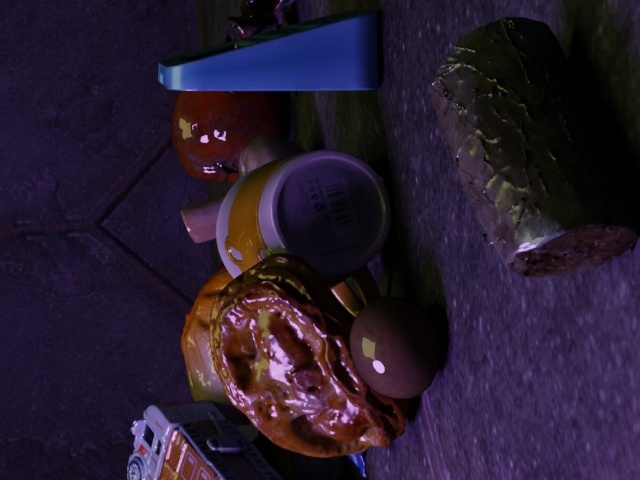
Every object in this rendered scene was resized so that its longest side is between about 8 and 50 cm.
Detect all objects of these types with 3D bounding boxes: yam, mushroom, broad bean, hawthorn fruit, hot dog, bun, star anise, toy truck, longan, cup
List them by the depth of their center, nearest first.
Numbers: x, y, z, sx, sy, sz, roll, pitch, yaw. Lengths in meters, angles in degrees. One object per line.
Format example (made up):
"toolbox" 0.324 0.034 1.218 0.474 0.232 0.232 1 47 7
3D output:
"yam" 0.142 -0.053 0.781 0.107 0.107 0.183 98 162 -49
"longan" 0.077 0.110 1.192 0.113 0.092 0.113 58 167 22
"hot dog" -0.012 0.146 1.286 0.259 0.175 0.114 52 -152 -9
"cup" 0.000 0.000 1.416 0.241 0.185 0.226 52 163 -4
"toy truck" -0.165 0.343 1.690 0.305 0.136 0.162 36 119 51
"broad bean" -0.028 0.295 1.694 0.049 0.144 0.291 48 -153 -58
"mushroom" -0.100 -0.048 1.729 0.207 0.215 0.207 167 90 -79
"star anise" -0.088 -0.333 1.813 0.282 0.129 0.212 -104 18 -77
"bun" -0.141 0.149 1.892 0.299 0.165 0.298 -157 90 -87
"hawthorn fruit" -0.154 -0.231 2.007 0.210 0.211 0.262 103 171 -58

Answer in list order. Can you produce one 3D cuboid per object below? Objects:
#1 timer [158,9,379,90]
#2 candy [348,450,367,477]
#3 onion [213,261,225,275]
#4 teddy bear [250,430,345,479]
"timer" -0.069 -0.224 1.396 0.232 0.250 0.091 -137 43 -74
"candy" 0.017 0.173 1.522 0.331 0.077 0.187 -128 20 -75
"onion" -0.136 0.100 2.176 0.198 0.135 0.173 106 160 -66
"teddy bear" -0.075 0.416 1.813 0.357 0.225 0.367 10 103 57
